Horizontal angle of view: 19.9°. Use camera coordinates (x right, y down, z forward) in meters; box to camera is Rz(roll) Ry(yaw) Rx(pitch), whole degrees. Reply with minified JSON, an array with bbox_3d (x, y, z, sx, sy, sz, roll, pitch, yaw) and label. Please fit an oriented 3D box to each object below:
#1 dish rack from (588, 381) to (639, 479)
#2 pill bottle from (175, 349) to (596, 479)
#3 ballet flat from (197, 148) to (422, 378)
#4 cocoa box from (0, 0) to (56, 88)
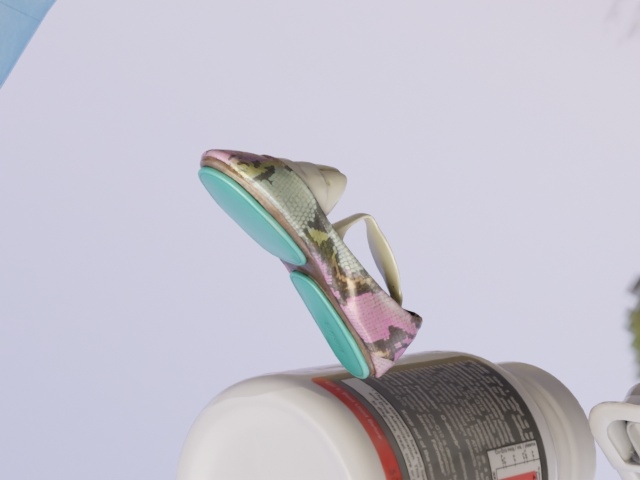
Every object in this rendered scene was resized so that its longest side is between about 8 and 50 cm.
[{"bbox_3d":[0.397,0.232,1.490,0.285,0.072,0.333,4,137,46],"label":"dish rack"},{"bbox_3d":[0.069,0.200,1.530,0.210,0.210,0.363,42,-154,30],"label":"pill bottle"},{"bbox_3d":[0.000,0.000,1.240,0.077,0.079,0.221,20,152,55],"label":"ballet flat"},{"bbox_3d":[-0.204,-0.249,0.814,0.228,0.347,0.231,2,147,46],"label":"cocoa box"}]
